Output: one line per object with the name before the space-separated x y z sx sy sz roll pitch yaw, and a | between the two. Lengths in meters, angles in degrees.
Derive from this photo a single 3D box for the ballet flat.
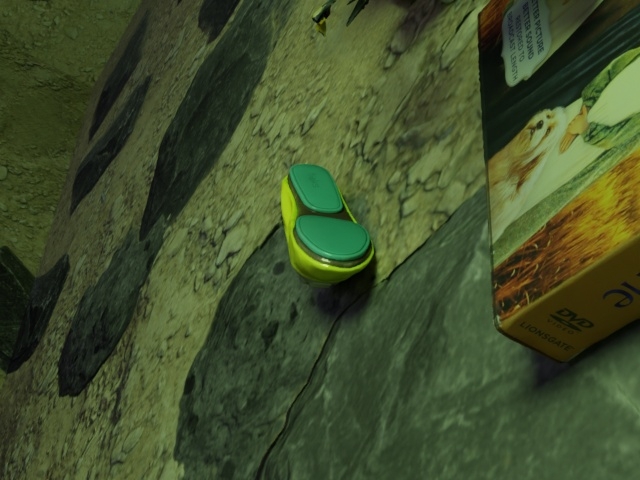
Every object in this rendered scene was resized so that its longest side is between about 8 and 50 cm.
ballet flat | 0.000 0.000 0.862 0.231 0.077 0.077 -109 28 -64

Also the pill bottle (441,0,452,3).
pill bottle | 0.088 -0.283 0.884 0.067 0.120 0.067 -48 27 34

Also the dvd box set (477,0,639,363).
dvd box set | 0.245 -0.156 0.480 0.420 0.062 0.308 -42 31 43

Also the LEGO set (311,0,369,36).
LEGO set | 0.104 -0.286 0.624 0.255 0.192 0.331 -60 22 -15
